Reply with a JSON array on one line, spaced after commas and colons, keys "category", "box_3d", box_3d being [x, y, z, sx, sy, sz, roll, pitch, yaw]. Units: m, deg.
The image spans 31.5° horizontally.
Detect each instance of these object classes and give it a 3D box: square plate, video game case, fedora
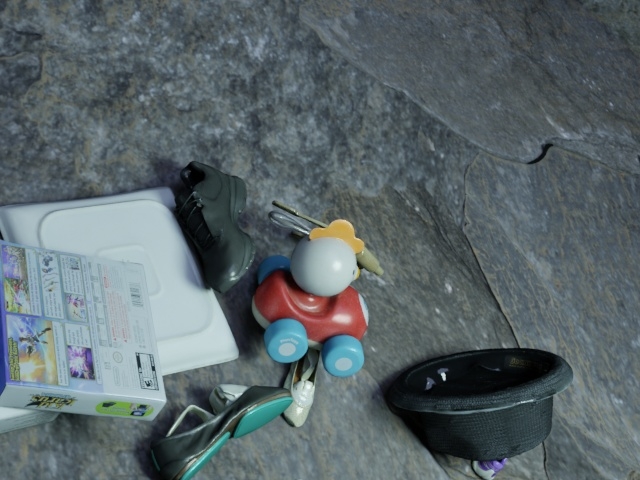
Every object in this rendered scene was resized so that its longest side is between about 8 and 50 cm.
[{"category": "square plate", "box_3d": [-0.326, 0.067, 1.890, 0.344, 0.049, 0.347, -9, 67, -40]}, {"category": "video game case", "box_3d": [-0.371, 0.135, 1.702, 0.244, 0.061, 0.269, 12, 43, -31]}, {"category": "fedora", "box_3d": [0.296, 0.306, 2.052, 0.334, 0.334, 0.152, -20, 104, -43]}]

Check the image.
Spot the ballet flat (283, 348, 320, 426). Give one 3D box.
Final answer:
[{"category": "ballet flat", "box_3d": [-0.032, 0.243, 1.984, 0.057, 0.052, 0.168, 24, 50, -22]}]

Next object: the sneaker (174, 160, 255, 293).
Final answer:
[{"category": "sneaker", "box_3d": [-0.196, -0.026, 1.978, 0.130, 0.109, 0.286, 31, 29, -34]}]

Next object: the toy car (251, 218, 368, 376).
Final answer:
[{"category": "toy car", "box_3d": [0.014, 0.069, 1.957, 0.210, 0.238, 0.219, 17, 33, -19]}]

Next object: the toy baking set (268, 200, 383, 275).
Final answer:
[{"category": "toy baking set", "box_3d": [0.006, 0.002, 2.074, 0.197, 0.256, 0.030, 19, 78, 25]}]

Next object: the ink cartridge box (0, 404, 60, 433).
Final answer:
[{"category": "ink cartridge box", "box_3d": [-0.523, 0.170, 1.623, 0.275, 0.060, 0.239, -6, 56, -56]}]

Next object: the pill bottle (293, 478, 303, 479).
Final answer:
[{"category": "pill bottle", "box_3d": [-0.061, 0.438, 1.821, 0.067, 0.067, 0.120, 50, 46, 3]}]

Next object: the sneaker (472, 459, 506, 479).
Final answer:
[{"category": "sneaker", "box_3d": [0.348, 0.381, 2.157, 0.068, 0.071, 0.170, 37, 46, -10]}]

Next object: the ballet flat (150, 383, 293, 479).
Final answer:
[{"category": "ballet flat", "box_3d": [-0.162, 0.288, 1.835, 0.096, 0.095, 0.280, 46, 44, 15]}]
